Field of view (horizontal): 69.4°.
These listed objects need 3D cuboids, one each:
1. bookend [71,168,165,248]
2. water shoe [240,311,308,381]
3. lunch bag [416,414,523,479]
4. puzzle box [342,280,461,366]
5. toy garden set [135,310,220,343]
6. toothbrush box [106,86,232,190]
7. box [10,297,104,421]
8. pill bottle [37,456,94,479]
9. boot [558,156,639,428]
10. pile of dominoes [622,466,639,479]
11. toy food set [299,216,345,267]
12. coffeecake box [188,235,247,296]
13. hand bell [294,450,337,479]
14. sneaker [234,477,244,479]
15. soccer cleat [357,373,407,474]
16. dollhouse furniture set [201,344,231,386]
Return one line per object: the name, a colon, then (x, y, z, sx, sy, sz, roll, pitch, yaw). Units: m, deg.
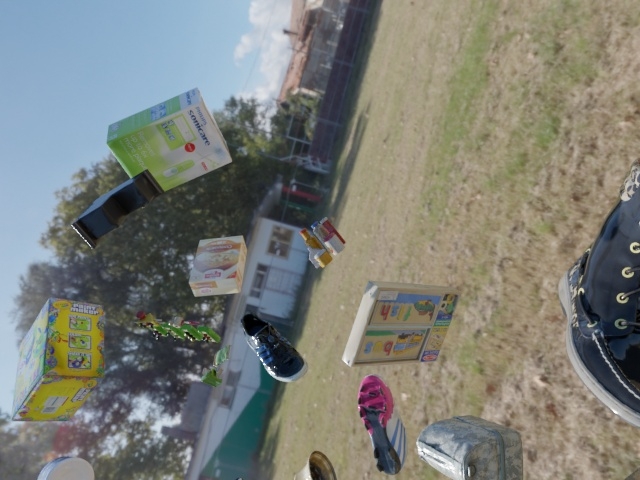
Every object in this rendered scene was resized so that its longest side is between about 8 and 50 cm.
bookend: (-0.462, -0.077, 1.073, 0.157, 0.072, 0.156, -29, 25, 8)
water shoe: (-0.109, 0.225, 0.984, 0.073, 0.203, 0.080, -40, -48, -23)
lunch bag: (0.524, 0.761, 1.659, 0.305, 0.255, 0.213, 165, 110, -68)
puzzle box: (0.273, 0.273, 1.498, 0.052, 0.408, 0.272, 32, 110, 50)
toy garden set: (-0.495, 0.310, 1.583, 0.204, 0.244, 0.049, 72, -155, -58)
toothbrush box: (-0.434, -0.280, 1.345, 0.122, 0.283, 0.206, -117, 4, -48)
box: (-0.853, 0.391, 1.509, 0.290, 0.177, 0.279, -45, 47, 27)
pill bottle: (-0.460, 0.430, 0.829, 0.137, 0.078, 0.078, -30, 39, 48)
boot: (0.486, 0.059, 0.683, 0.377, 0.138, 0.284, -59, -17, -57)
pile of dominoes: (0.513, 0.362, 0.600, 0.196, 0.251, 0.040, 38, 141, 51)
toy food set: (0.000, 0.000, 1.347, 0.111, 0.105, 0.232, -38, 5, 4)
coffeecake box: (-0.310, 0.077, 1.422, 0.186, 0.142, 0.068, -92, -6, -48)
hand bell: (-0.085, 0.709, 1.317, 0.242, 0.126, 0.126, -34, 21, 18)
sneaker: (-0.172, 0.649, 1.103, 0.094, 0.234, 0.153, -48, -37, -72)
soccer cleat: (0.202, 0.566, 1.467, 0.143, 0.115, 0.332, -21, -79, -59)
dollhouse furniture set: (-0.353, 0.411, 1.547, 0.076, 0.058, 0.152, -40, 29, 29)
